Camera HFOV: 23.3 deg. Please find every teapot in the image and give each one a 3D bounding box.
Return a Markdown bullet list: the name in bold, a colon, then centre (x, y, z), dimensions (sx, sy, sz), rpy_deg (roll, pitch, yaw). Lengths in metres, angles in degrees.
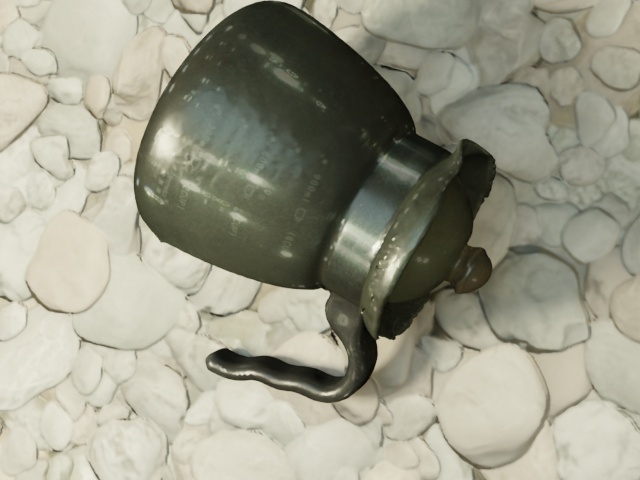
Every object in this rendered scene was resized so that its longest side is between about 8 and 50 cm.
- **teapot**: centre (-0.003, -0.007, 1.267), dimensions (0.285, 0.223, 0.305), rpy_deg (31, 90, 16)
